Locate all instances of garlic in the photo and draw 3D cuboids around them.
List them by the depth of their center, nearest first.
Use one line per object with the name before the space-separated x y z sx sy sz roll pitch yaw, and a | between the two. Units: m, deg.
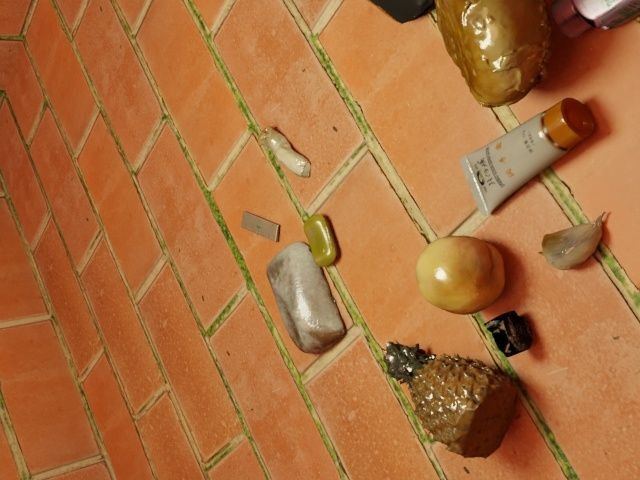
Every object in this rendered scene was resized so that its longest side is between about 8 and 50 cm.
garlic | 0.482 0.010 1.546 0.152 0.066 0.084 -27 74 50

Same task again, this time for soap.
soap | 0.001 0.000 2.109 0.089 0.045 0.140 -30 75 50

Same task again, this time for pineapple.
pineapple | 0.259 0.324 1.769 0.362 0.202 0.202 26 115 52

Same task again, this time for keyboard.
keyboard | -0.173 -0.039 2.324 0.166 0.017 0.055 22 108 45

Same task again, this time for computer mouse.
computer mouse | 0.141 -0.618 1.798 0.323 0.116 0.183 48 134 32

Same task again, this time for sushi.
sushi | 0.398 0.191 1.659 0.056 0.084 0.083 -41 66 45

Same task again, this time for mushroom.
mushroom | -0.098 -0.238 2.181 0.202 0.054 0.059 46 127 28

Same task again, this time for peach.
peach | 0.296 0.072 1.689 0.184 0.184 0.184 11 104 47

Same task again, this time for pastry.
pastry | 0.337 -0.408 1.519 0.284 0.184 0.316 66 -176 -50

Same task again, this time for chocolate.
chocolate | -0.059 0.158 2.172 0.185 0.100 0.303 -43 62 47

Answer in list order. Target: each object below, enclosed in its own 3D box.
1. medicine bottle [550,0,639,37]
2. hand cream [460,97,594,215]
medicine bottle | 0.506 -0.440 1.422 0.188 0.094 0.119 -31 71 46
hand cream | 0.398 -0.176 1.609 0.314 0.089 0.140 -43 63 52
